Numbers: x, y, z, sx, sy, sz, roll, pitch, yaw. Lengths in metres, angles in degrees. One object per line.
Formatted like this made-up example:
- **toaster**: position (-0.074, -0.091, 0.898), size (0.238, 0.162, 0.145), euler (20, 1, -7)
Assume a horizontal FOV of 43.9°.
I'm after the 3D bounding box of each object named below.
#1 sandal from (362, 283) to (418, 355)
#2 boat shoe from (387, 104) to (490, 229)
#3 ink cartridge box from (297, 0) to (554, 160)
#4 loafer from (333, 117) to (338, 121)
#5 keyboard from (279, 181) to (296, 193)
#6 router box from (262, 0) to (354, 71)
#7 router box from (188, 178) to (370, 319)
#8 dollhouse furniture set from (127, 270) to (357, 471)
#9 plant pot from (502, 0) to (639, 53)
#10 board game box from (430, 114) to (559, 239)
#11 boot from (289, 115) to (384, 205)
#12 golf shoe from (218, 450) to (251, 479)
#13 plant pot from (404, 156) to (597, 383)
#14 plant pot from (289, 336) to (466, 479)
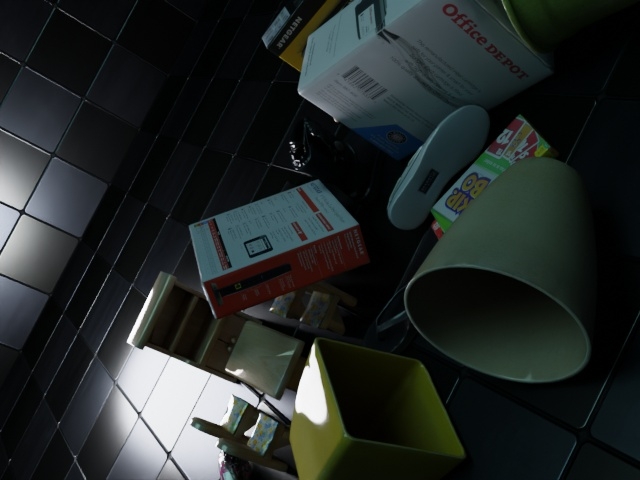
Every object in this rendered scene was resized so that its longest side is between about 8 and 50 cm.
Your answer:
- **sandal**: position (0.155, 0.113, 1.399), size (0.254, 0.054, 0.097), euler (-48, 33, 20)
- **boat shoe**: position (0.214, -0.141, 1.492), size (0.268, 0.096, 0.088), euler (-59, 16, 11)
- **ink cartridge box**: position (0.196, -0.353, 1.496), size (0.395, 0.285, 0.166), euler (-27, 44, 43)
- **loafer**: position (0.027, -0.333, 1.966), size (0.039, 0.045, 0.125), euler (-59, 33, 17)
- **keyboard**: position (-0.147, -0.002, 1.896), size (0.317, 0.033, 0.201), euler (-59, 0, 6)
- **router box**: position (0.049, -0.527, 1.896), size (0.309, 0.243, 0.081), euler (-50, 32, 19)
- **router box**: position (-0.094, 0.004, 1.561), size (0.301, 0.082, 0.335), euler (-20, 22, -6)
- **dollhouse furniture set**: position (-0.187, 0.211, 1.626), size (0.394, 0.256, 0.362), euler (10, 74, 58)
- **plant pot**: position (0.450, -0.470, 1.280), size (0.253, 0.276, 0.276), euler (-9, 57, 40)
- **board game box**: position (0.291, -0.091, 1.391), size (0.259, 0.039, 0.124), euler (-51, 31, 21)
- **boot**: position (0.038, -0.214, 1.691), size (0.094, 0.207, 0.247), euler (-28, 44, 41)
- **golf shoe**: position (-0.173, 0.485, 1.565), size (0.086, 0.067, 0.186), euler (-56, 31, 11)
- **plant pot**: position (0.288, 0.018, 1.135), size (0.256, 0.256, 0.274), euler (-17, 36, 49)
- **plant pot**: position (0.064, 0.309, 1.249), size (0.187, 0.212, 0.212), euler (-61, 28, 26)
